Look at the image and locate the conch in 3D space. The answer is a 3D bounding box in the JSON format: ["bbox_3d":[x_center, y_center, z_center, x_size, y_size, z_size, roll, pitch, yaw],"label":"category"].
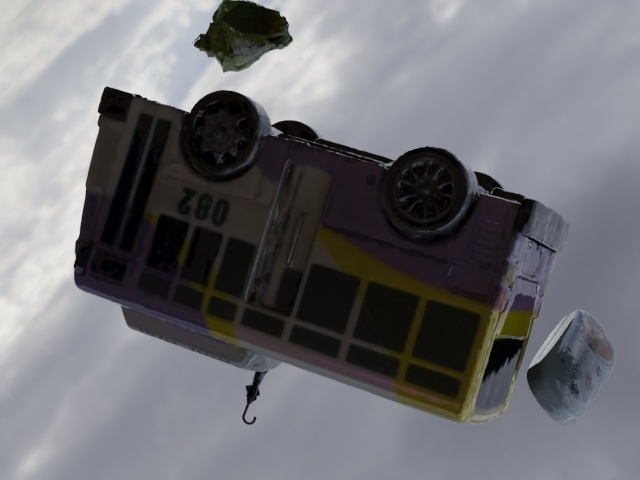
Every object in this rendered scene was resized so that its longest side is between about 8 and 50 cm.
[{"bbox_3d":[-0.093,-0.246,1.430,0.121,0.089,0.074,-12,-170,-12],"label":"conch"}]

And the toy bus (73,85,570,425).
[{"bbox_3d":[-0.013,0.011,1.165,0.440,0.209,0.249,17,-89,20],"label":"toy bus"}]

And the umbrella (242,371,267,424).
[{"bbox_3d":[-0.068,0.150,1.355,0.013,0.022,0.122,-37,-149,54],"label":"umbrella"}]

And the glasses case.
[{"bbox_3d":[0.251,0.123,1.199,0.045,0.067,0.178,-39,179,32],"label":"glasses case"}]
